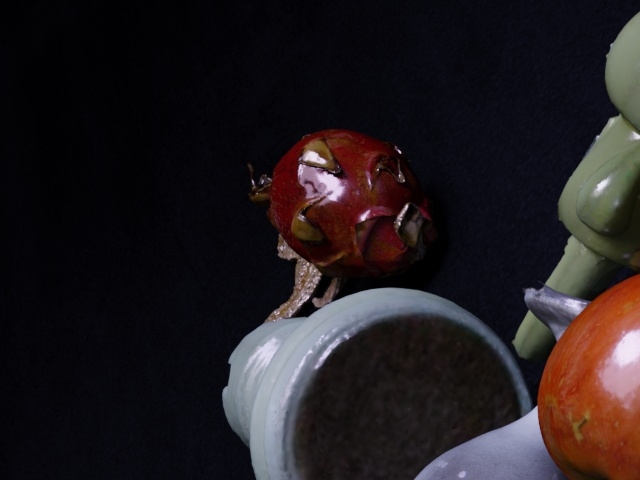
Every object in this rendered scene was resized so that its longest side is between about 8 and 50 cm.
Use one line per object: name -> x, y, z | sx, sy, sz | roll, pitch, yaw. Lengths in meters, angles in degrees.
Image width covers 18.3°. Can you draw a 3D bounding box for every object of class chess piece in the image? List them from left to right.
chess piece -> 0.018, 0.124, 1.438 | 0.195, 0.194, 0.299 | -61, 15, -6

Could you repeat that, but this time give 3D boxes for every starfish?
starfish -> -0.009, -0.005, 1.777 | 0.150, 0.053, 0.210 | -6, 57, 66

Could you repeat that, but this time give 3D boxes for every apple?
apple -> 0.206, 0.094, 1.124 | 0.139, 0.163, 0.163 | -53, 23, -10

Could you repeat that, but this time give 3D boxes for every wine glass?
wine glass -> 0.123, 0.157, 1.246 | 0.241, 0.126, 0.126 | -59, 24, -8

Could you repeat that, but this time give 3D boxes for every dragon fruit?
dragon fruit -> 0.003, -0.035, 1.678 | 0.246, 0.125, 0.125 | 17, 120, 62

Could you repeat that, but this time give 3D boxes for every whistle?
whistle -> 0.231, -0.037, 1.307 | 0.141, 0.141, 0.294 | -126, 51, -64
